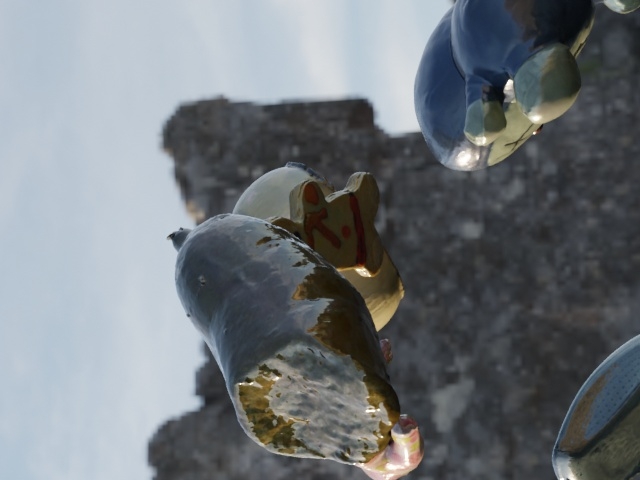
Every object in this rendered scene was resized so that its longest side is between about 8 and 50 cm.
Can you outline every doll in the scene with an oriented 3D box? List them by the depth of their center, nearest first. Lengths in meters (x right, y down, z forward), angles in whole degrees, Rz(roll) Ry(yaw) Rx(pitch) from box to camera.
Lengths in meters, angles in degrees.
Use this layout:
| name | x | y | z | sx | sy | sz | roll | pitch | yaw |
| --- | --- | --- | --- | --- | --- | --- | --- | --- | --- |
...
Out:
| name | x | y | z | sx | sy | sz | roll | pitch | yaw |
| --- | --- | --- | --- | --- | --- | --- | --- | --- | --- |
| doll | 0.169 | -0.160 | 1.341 | 0.228 | 0.154 | 0.258 | -57 | -7 | -24 |

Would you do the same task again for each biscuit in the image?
| name | x | y | z | sx | sy | sz | roll | pitch | yaw |
| --- | --- | --- | --- | --- | --- | --- | --- | --- | --- |
| biscuit | 0.000 | 0.000 | 1.857 | 0.234 | 0.030 | 0.153 | -12 | -83 | -48 |

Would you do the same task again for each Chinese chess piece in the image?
| name | x | y | z | sx | sy | sz | roll | pitch | yaw |
| --- | --- | --- | --- | --- | --- | --- | --- | --- | --- |
| Chinese chess piece | -0.004 | 0.020 | 2.103 | 0.112 | 0.270 | 0.270 | -42 | -36 | -13 |

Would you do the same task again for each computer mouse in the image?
| name | x | y | z | sx | sy | sz | roll | pitch | yaw |
| --- | --- | --- | --- | --- | --- | --- | --- | --- | --- |
| computer mouse | 0.481 | 0.249 | 2.324 | 0.122 | 0.371 | 0.188 | 42 | 177 | 45 |

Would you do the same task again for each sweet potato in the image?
| name | x | y | z | sx | sy | sz | roll | pitch | yaw |
| --- | --- | --- | --- | --- | --- | --- | --- | --- | --- |
| sweet potato | -0.044 | 0.068 | 1.401 | 0.370 | 0.158 | 0.158 | -124 | 15 | -51 |

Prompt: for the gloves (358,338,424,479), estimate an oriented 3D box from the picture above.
| name | x | y | z | sx | sy | sz | roll | pitch | yaw |
| --- | --- | --- | --- | --- | --- | --- | --- | --- | --- |
| gloves | 0.058 | 0.214 | 1.857 | 0.241 | 0.126 | 0.145 | 58 | -166 | -54 |
